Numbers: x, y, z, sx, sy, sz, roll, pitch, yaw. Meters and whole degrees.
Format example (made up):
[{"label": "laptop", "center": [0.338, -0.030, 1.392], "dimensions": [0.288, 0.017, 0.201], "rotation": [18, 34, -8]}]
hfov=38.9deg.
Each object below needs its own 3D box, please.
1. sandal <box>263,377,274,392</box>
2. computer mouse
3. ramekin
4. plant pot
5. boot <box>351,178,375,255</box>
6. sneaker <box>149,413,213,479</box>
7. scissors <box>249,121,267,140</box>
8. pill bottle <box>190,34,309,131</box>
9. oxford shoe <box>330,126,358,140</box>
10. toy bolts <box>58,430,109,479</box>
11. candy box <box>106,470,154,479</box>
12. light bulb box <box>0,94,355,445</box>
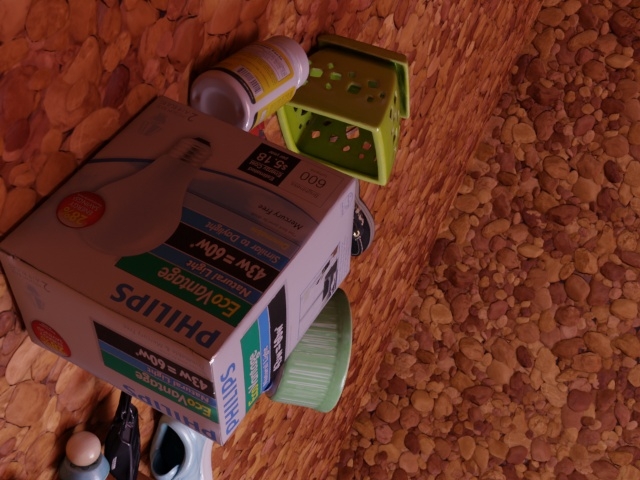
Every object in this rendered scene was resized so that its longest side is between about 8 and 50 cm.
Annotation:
[{"label": "sandal", "center": [-0.163, 0.236, 2.032], "dimensions": [0.126, 0.138, 0.317], "rotation": [-48, 155, -35]}, {"label": "computer mouse", "center": [-0.365, 0.326, 1.679], "dimensions": [0.262, 0.060, 0.184], "rotation": [98, -5, -46]}, {"label": "ramekin", "center": [-0.042, 0.254, 2.176], "dimensions": [0.303, 0.148, 0.303], "rotation": [-171, -90, -75]}, {"label": "plant pot", "center": [0.063, -0.275, 1.832], "dimensions": [0.227, 0.228, 0.207], "rotation": [76, 37, -63]}, {"label": "boot", "center": [0.000, 0.000, 2.157], "dimensions": [0.284, 0.138, 0.377], "rotation": [-58, 158, -22]}, {"label": "sneaker", "center": [-0.322, 0.494, 1.978], "dimensions": [0.150, 0.135, 0.366], "rotation": [-27, 131, -50]}, {"label": "scissors", "center": [-0.125, -0.197, 1.737], "dimensions": [0.109, 0.021, 0.297], "rotation": [-58, 163, -26]}, {"label": "pill bottle", "center": [-0.112, -0.261, 1.513], "dimensions": [0.208, 0.119, 0.119], "rotation": [-44, 154, -46]}, {"label": "oxford shoe", "center": [0.070, -0.300, 2.090], "dimensions": [0.212, 0.076, 0.076], "rotation": [-48, 126, -36]}, {"label": "toy bolts", "center": [-0.411, 0.444, 1.551], "dimensions": [0.228, 0.218, 0.158], "rotation": [-70, 169, -56]}, {"label": "candy box", "center": [-0.414, 0.590, 1.729], "dimensions": [0.316, 0.183, 0.088], "rotation": [-48, 157, -41]}, {"label": "light bulb box", "center": [-0.190, 0.030, 1.304], "dimensions": [0.361, 0.358, 0.225], "rotation": [-53, 157, -35]}]
